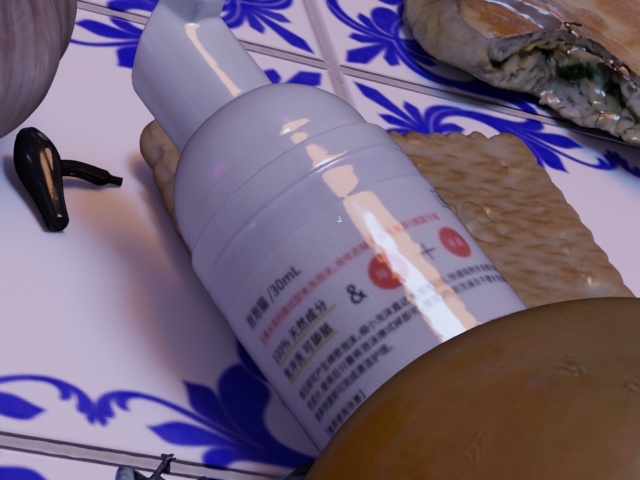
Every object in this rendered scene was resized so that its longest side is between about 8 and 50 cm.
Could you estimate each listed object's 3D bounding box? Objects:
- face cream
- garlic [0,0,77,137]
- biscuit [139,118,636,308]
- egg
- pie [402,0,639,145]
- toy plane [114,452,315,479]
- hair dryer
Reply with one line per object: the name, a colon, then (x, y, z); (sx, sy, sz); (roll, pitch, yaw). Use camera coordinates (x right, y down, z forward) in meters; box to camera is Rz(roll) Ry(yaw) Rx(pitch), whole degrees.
face cream: (0.000, 0.000, 1.156); (0.145, 0.145, 0.370); (-13, 59, -46)
garlic: (-0.300, -0.165, 1.194); (0.321, 0.241, 0.322); (4, 47, -4)
biscuit: (0.049, -0.004, 1.351); (0.324, 0.044, 0.217); (0, 43, -32)
egg: (0.120, 0.178, 0.844); (0.301, 0.374, 0.301); (2, 79, -11)
pie: (0.227, -0.163, 1.702); (0.337, 0.075, 0.337); (20, 26, -10)
toy plane: (-0.030, 0.161, 1.022); (0.169, 0.078, 0.246); (55, 29, -4)
hair dryer: (-0.156, -0.036, 1.280); (0.083, 0.031, 0.079); (8, 45, -41)
